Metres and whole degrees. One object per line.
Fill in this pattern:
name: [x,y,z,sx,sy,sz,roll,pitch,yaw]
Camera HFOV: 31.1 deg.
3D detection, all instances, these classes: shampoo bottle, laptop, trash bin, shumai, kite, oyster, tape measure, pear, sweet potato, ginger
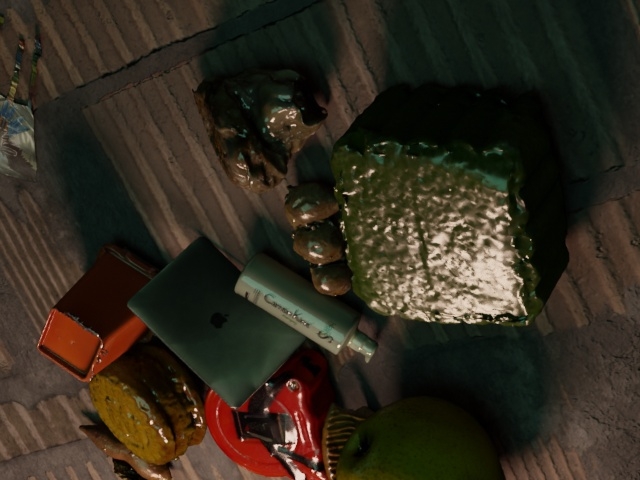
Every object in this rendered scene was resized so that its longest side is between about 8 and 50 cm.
shampoo bottle: [-0.017,0.120,1.969,0.262,0.085,0.085,31,123,7]
laptop: [-0.178,0.140,1.995,0.269,0.187,0.015,43,160,8]
trash bin: [-0.375,0.140,2.049,0.184,0.239,0.161,32,123,5]
shumai: [-0.082,-0.188,1.834,0.185,0.218,0.184,-19,114,-9]
kite: [-0.577,-0.255,2.082,0.169,0.015,0.310,23,122,14]
oyster: [-0.372,0.479,2.320,0.132,0.086,0.029,34,90,-5]
tape measure: [-0.083,0.319,2.078,0.260,0.114,0.253,-3,112,26]
pear: [0.167,0.399,1.901,0.294,0.294,0.294,10,118,20]
sweet potato: [-0.389,0.419,2.306,0.218,0.051,0.065,30,118,9]
ginger: [0.000,0.000,1.904,0.104,0.080,0.204,-4,110,20]

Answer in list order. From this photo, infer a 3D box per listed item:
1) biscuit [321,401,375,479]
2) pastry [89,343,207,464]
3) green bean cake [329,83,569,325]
biscuit: [0.085,0.389,2.038,0.228,0.176,0.031,28,161,-34]
pastry: [-0.334,0.312,2.155,0.240,0.132,0.235,53,139,7]
green bean cake: [0.194,-0.051,1.725,0.335,0.218,0.319,9,125,28]
